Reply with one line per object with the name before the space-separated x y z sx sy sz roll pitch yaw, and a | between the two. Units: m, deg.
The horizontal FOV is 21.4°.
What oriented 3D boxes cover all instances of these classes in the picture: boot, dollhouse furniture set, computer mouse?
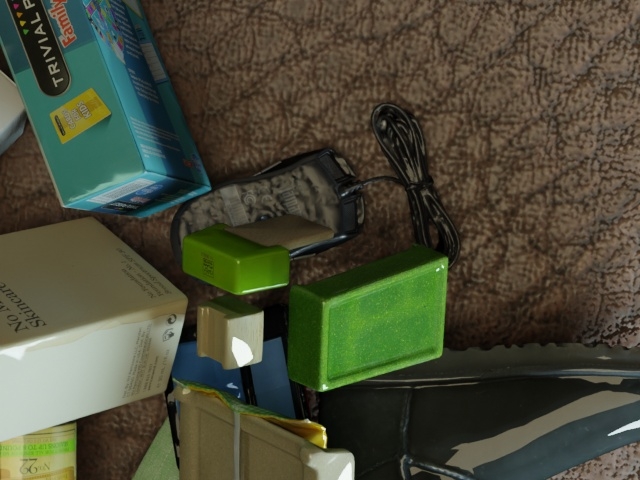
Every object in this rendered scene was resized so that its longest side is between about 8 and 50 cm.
boot | 0.167 0.324 1.533 0.367 0.146 0.445 -3 74 15
dollhouse furniture set | -0.014 0.143 1.530 0.197 0.151 0.301 21 117 42
computer mouse | 0.000 0.000 1.612 0.262 0.060 0.184 -26 93 -4

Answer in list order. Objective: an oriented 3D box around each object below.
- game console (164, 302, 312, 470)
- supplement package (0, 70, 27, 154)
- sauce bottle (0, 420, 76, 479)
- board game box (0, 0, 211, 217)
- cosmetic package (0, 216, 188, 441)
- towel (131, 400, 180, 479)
game console | -0.081 0.142 1.603 0.085 0.124 0.144 -5 80 -36
supplement package | -0.396 -0.074 1.540 0.134 0.139 0.244 43 75 -4
sauce bottle | -0.280 0.304 1.580 0.111 0.111 0.344 -1 91 4
board game box | -0.213 -0.191 1.464 0.079 0.254 0.336 -22 85 7
cosmetic package | -0.289 0.086 1.494 0.160 0.309 0.113 37 123 33
towel | -0.041 0.309 1.633 0.325 0.038 0.248 30 76 0
